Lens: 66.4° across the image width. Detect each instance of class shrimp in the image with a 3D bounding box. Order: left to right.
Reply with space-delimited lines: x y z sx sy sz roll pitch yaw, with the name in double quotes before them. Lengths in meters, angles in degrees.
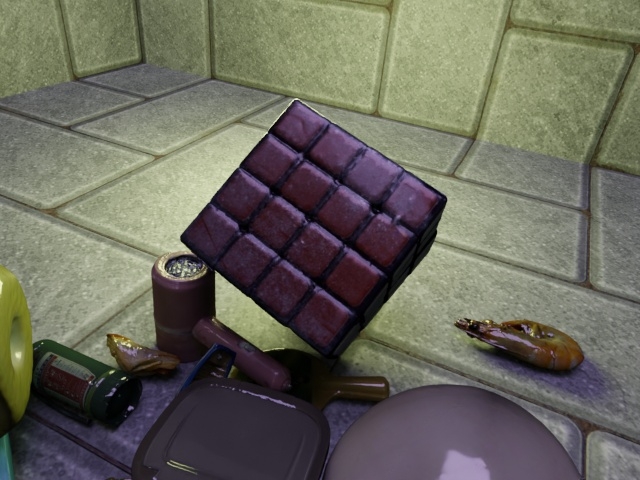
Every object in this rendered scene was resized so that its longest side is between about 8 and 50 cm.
"shrimp" 0.457 0.216 1.132 0.288 0.062 0.152 18 33 13

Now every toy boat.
"toy boat" -0.228 0.285 0.855 0.046 0.080 0.228 16 71 43

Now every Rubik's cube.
"Rubik's cube" 0.000 0.000 0.966 0.345 0.337 0.343 39 84 13

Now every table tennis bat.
"table tennis bat" -0.024 0.290 0.970 0.321 0.050 0.198 1 31 1

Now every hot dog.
"hot dog" -0.365 0.237 0.975 0.169 0.061 0.078 16 -8 13

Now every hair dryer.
"hair dryer" -0.188 0.179 0.962 0.353 0.210 0.125 26 37 25

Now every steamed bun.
"steamed bun" 0.169 0.344 0.635 0.334 0.374 0.333 -9 67 22

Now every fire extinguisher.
"fire extinguisher" -0.484 0.249 0.916 0.295 0.118 0.093 17 0 17

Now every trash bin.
"trash bin" -0.113 0.349 0.671 0.220 0.249 0.219 14 33 12

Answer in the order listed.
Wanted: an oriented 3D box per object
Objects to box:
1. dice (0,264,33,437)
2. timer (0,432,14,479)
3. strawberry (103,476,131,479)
"dice" -0.580 0.170 0.728 0.234 0.238 0.226 -3 46 -20
"timer" -0.605 0.374 0.747 0.232 0.091 0.250 -13 48 -28
"strawberry" -0.296 0.428 0.681 0.147 0.082 0.187 -7 41 -9
